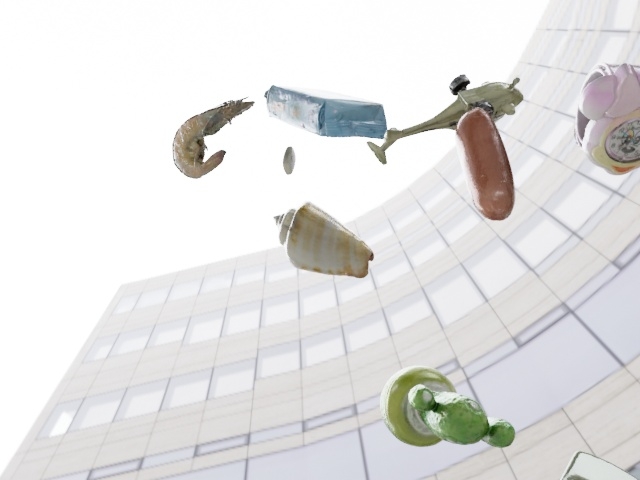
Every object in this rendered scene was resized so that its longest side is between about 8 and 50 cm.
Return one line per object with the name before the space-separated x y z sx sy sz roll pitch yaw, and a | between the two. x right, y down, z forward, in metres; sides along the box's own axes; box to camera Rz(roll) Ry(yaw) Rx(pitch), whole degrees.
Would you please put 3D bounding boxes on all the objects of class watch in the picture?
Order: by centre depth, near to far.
watch | 0.607 -0.281 1.219 0.211 0.217 0.248 1 -48 3

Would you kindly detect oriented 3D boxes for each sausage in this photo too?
sausage | 0.254 -0.118 0.917 0.077 0.193 0.077 -5 -26 -3

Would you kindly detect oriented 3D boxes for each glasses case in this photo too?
glasses case | -0.066 -0.169 1.253 0.021 0.083 0.032 -12 -53 16

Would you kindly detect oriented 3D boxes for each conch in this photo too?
conch | -0.005 -0.003 1.368 0.255 0.127 0.158 19 -96 25

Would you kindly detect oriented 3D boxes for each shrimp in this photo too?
shrimp | -0.231 -0.223 1.287 0.251 0.052 0.143 -27 -108 34

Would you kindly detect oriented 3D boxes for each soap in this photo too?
soap | 0.002 -0.272 1.243 0.156 0.293 0.077 -5 -68 -33

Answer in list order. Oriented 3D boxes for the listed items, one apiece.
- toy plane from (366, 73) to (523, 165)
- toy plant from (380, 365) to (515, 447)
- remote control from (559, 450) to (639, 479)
toy plane | 0.220 -0.207 1.013 0.287 0.092 0.108 -19 -32 -15
toy plant | 0.260 0.367 1.292 0.224 0.316 0.184 29 -107 -12
remote control | 0.343 0.379 0.761 0.124 0.285 0.038 29 -54 30
